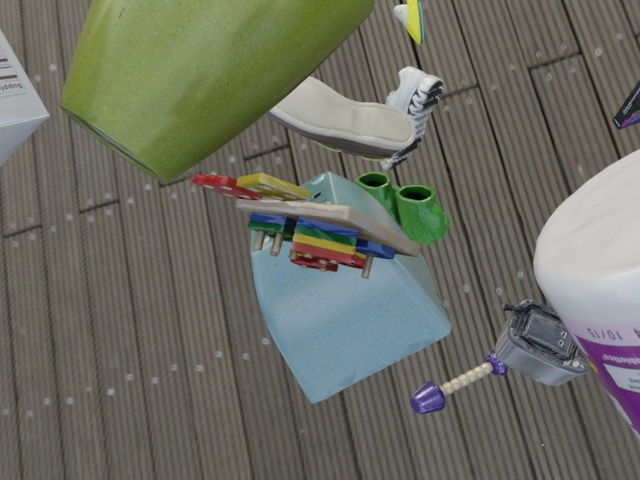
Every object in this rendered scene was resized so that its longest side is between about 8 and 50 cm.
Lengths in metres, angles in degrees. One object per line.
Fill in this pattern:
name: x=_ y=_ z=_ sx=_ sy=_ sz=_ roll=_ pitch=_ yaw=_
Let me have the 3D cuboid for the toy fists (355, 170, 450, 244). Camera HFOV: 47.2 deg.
toy fists: x=0.202 y=-0.079 z=1.805 sx=0.096 sy=0.142 sz=0.279 roll=-34 pitch=35 yaw=-27

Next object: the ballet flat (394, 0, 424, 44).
ballet flat: x=0.224 y=-0.609 z=1.868 sx=0.077 sy=0.077 sz=0.231 roll=-1 pitch=86 yaw=6

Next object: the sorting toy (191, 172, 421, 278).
sorting toy: x=0.000 y=0.000 z=0.692 sx=0.132 sy=0.274 sz=0.046 roll=8 pitch=79 yaw=37

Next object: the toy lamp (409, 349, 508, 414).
toy lamp: x=0.346 y=0.360 z=1.842 sx=0.275 sy=0.080 sz=0.080 roll=-19 pitch=67 yaw=-24

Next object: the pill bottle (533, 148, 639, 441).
pill bottle: x=0.273 y=0.090 z=0.444 sx=0.169 sy=0.169 sz=0.301 roll=-35 pitch=103 yaw=5

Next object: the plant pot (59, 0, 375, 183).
plant pot: x=-0.137 y=-0.219 z=0.789 sx=0.275 sy=0.275 sz=0.293 roll=32 pitch=82 yaw=22

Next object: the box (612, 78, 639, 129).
box: x=0.600 y=-0.266 z=1.297 sx=0.116 sy=0.162 sz=0.029 roll=-20 pitch=66 yaw=-12

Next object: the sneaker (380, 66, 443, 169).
sneaker: x=0.217 y=-0.319 z=1.927 sx=0.118 sy=0.110 sz=0.292 roll=37 pitch=127 yaw=21

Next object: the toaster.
toaster: x=0.482 y=0.228 z=1.618 sx=0.227 sy=0.146 sz=0.129 roll=24 pitch=61 yaw=8

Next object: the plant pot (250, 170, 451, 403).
plant pot: x=0.016 y=0.045 z=1.144 sx=0.247 sy=0.252 sz=0.248 roll=-30 pitch=25 yaw=11

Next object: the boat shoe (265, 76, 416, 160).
boat shoe: x=0.017 y=-0.228 z=1.403 sx=0.324 sy=0.097 sz=0.116 roll=13 pitch=66 yaw=-16

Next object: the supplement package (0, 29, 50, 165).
supplement package: x=-0.443 y=-0.168 z=0.696 sx=0.199 sy=0.198 sz=0.262 roll=-29 pitch=91 yaw=38
